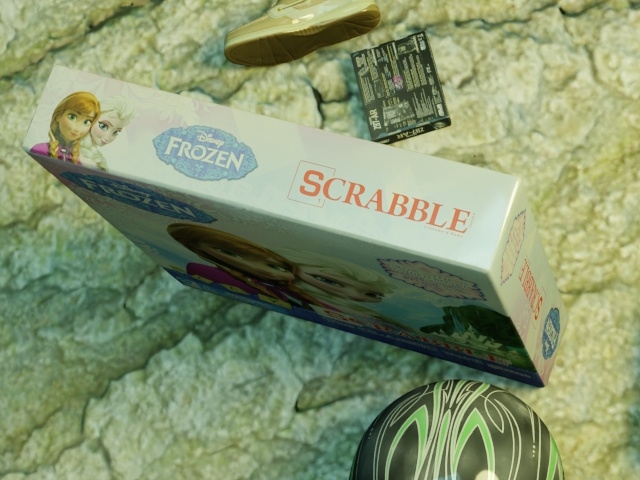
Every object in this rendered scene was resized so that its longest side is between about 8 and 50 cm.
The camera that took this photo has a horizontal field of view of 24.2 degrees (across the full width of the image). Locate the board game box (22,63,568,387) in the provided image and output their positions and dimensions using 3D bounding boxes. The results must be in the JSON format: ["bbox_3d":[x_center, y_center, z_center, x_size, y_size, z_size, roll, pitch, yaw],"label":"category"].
[{"bbox_3d":[0.000,0.000,1.045,0.318,0.318,0.066,15,76,19],"label":"board game box"}]

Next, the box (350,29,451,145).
[{"bbox_3d":[0.066,-0.125,1.231,0.067,0.018,0.083,-17,68,9],"label":"box"}]

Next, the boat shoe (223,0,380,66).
[{"bbox_3d":[-0.019,-0.185,1.260,0.135,0.050,0.045,-15,65,-1],"label":"boat shoe"}]

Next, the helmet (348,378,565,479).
[{"bbox_3d":[0.096,0.180,1.053,0.169,0.169,0.162,4,90,16],"label":"helmet"}]
